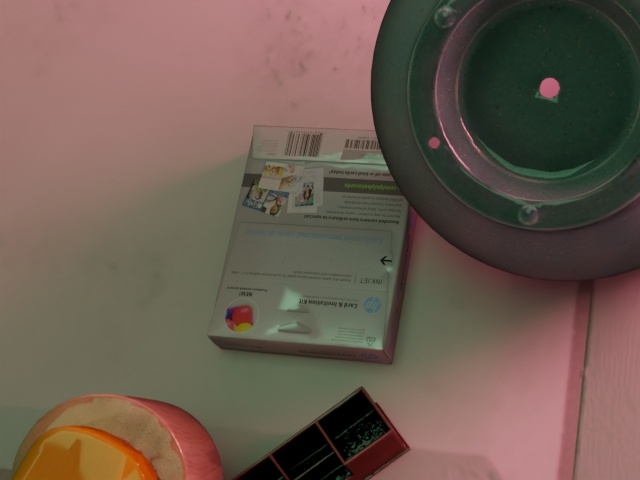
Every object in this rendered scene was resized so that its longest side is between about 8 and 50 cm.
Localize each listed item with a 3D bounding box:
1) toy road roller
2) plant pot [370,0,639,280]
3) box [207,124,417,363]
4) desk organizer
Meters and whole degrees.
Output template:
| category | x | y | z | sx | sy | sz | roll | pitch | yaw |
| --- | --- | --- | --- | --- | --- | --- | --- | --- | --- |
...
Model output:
| category | x | y | z | sx | sy | sz | roll | pitch | yaw |
| --- | --- | --- | --- | --- | --- | --- | --- | --- | --- |
| toy road roller | -0.122 | 0.284 | 0.860 | 0.241 | 0.202 | 0.329 | 25 | 85 | 9 |
| plant pot | 0.161 | -0.104 | 0.892 | 0.293 | 0.196 | 0.293 | 2 | 98 | 16 |
| box | 0.000 | 0.000 | 1.051 | 0.145 | 0.038 | 0.186 | 3 | 66 | 18 |
| desk organizer | -0.004 | 0.167 | 0.968 | 0.130 | 0.050 | 0.047 | -36 | 62 | -2 |
